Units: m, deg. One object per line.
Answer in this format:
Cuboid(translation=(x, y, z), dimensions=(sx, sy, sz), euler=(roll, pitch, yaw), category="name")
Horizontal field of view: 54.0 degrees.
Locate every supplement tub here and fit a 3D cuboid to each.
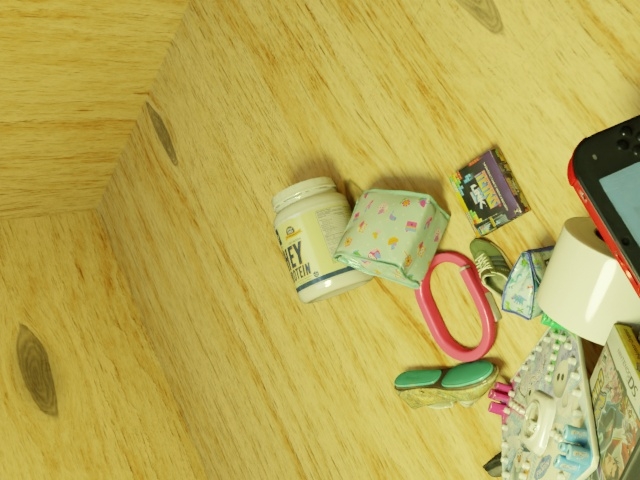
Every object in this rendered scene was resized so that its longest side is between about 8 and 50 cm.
Cuboid(translation=(0.000, 0.000, 1.850), dimensions=(0.235, 0.235, 0.324), euler=(-32, 75, 47), category="supplement tub")

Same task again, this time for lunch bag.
Cuboid(translation=(0.485, 0.089, 1.406), dimensions=(0.096, 0.129, 0.151), euler=(18, 110, 47), category="lunch bag")
Cuboid(translation=(0.174, -0.016, 1.657), dimensions=(0.262, 0.160, 0.223), euler=(13, 74, 43), category="lunch bag")

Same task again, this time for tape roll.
Cuboid(translation=(0.568, 0.077, 1.224), dimensions=(0.246, 0.246, 0.169), euler=(33, 122, 39), category="tape roll")

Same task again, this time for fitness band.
Cuboid(translation=(0.350, 0.172, 1.633), dimensions=(0.209, 0.054, 0.290), euler=(-37, 70, 46), category="fitness band")

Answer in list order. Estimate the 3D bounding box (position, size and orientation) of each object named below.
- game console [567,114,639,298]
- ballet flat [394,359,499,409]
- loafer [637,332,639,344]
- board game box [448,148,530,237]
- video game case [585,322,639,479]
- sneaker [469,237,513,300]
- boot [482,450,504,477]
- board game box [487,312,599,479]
Cuboid(translation=(0.648, -0.054, 1.073), dimensions=(0.060, 0.342, 0.386), euler=(76, 170, -75), category="game console")
Cuboid(translation=(0.345, 0.392, 1.658), dimensions=(0.349, 0.123, 0.123), euler=(-21, 82, 48), category="ballet flat")
Cuboid(translation=(0.598, 0.231, 1.022), dimensions=(0.094, 0.087, 0.251), euler=(-36, 33, 4), category="loafer")
Cuboid(translation=(0.404, -0.113, 1.514), dimensions=(0.141, 0.048, 0.170), euler=(-38, 70, 47), category="board game box")
Cuboid(translation=(0.500, 0.321, 1.072), dimensions=(0.035, 0.248, 0.274), euler=(12, 117, 4), category="video game case")
Cuboid(translation=(0.414, 0.071, 1.513), dimensions=(0.192, 0.086, 0.064), euler=(54, 133, 26), category="sneaker")
Cuboid(translation=(0.548, 0.569, 1.461), dimensions=(0.222, 0.118, 0.338), euler=(61, 140, 12), category="boot")
Cuboid(translation=(0.445, 0.379, 1.323), dimensions=(0.050, 0.390, 0.390), euler=(15, 133, 0), category="board game box")
